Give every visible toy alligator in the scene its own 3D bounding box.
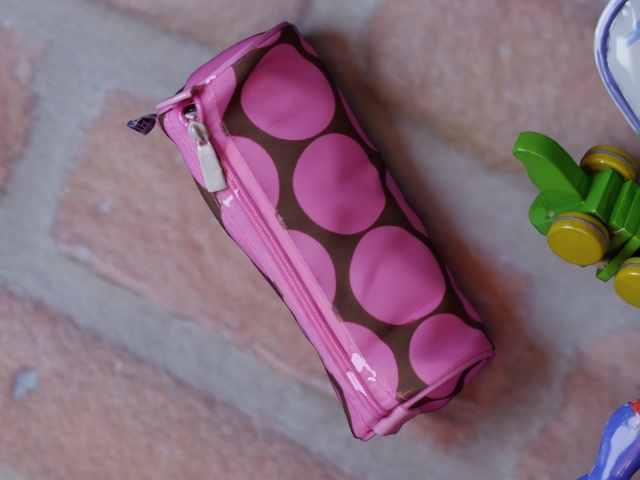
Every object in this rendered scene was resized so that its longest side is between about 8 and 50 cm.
[{"bbox_3d":[0.164,0.012,0.847,0.190,0.056,0.051,33,148,-9],"label":"toy alligator"}]

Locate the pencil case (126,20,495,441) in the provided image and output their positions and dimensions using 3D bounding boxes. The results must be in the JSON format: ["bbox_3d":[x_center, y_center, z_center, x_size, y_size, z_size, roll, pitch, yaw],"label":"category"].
[{"bbox_3d":[0.000,0.000,0.867,0.095,0.098,0.209,-34,92,21],"label":"pencil case"}]

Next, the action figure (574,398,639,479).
[{"bbox_3d":[0.126,0.180,0.851,0.280,0.091,0.139,-39,47,25],"label":"action figure"}]

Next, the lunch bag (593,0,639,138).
[{"bbox_3d":[0.243,-0.097,0.771,0.219,0.090,0.176,-36,92,22],"label":"lunch bag"}]
